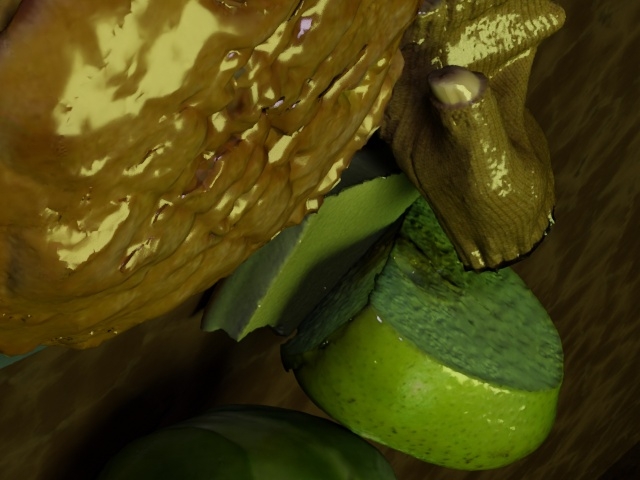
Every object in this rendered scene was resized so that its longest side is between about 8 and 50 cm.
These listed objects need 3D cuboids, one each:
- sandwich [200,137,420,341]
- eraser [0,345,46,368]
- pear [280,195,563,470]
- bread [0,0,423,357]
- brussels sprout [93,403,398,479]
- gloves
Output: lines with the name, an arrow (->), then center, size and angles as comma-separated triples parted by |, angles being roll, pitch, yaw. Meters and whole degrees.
sandwich -> 0.000, 0.000, 1.729 | 0.245, 0.063, 0.212 | -17, 145, -55
eraser -> -0.235, 0.058, 1.361 | 0.225, 0.036, 0.082 | -26, 148, -48
pear -> 0.112, 0.113, 1.789 | 0.159, 0.292, 0.292 | -51, 162, 30
bread -> -0.102, -0.113, 1.103 | 0.398, 0.215, 0.398 | -43, 158, -22
brussels sprout -> -0.091, 0.311, 1.743 | 0.371, 0.315, 0.276 | -18, -165, 12
gloves -> 0.128, -0.125, 1.620 | 0.356, 0.155, 0.203 | 80, 25, -43
